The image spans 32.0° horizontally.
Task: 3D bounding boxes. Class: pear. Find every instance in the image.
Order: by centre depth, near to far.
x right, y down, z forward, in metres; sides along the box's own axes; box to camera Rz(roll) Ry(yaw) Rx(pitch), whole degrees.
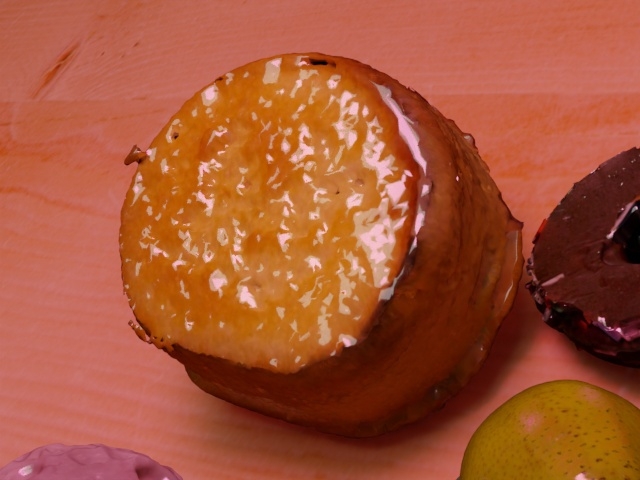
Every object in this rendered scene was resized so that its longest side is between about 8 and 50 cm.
[{"bbox_3d":[0.200,0.204,0.849,0.187,0.187,0.220,-33,13,-4],"label":"pear"}]

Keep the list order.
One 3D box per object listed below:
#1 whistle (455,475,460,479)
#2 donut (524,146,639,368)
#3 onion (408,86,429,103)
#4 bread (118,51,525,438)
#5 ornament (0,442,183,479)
[{"bbox_3d":[0.099,0.258,0.983,0.186,0.039,0.039,-41,40,-15],"label":"whistle"},{"bbox_3d":[0.324,0.012,1.039,0.270,0.103,0.269,-27,33,20],"label":"donut"},{"bbox_3d":[0.057,-0.097,1.298,0.184,0.184,0.147,-26,52,5],"label":"onion"},{"bbox_3d":[0.000,0.000,1.112,0.398,0.215,0.398,-9,69,24],"label":"bread"},{"bbox_3d":[-0.206,0.300,0.961,0.259,0.259,0.225,-26,23,5],"label":"ornament"}]
